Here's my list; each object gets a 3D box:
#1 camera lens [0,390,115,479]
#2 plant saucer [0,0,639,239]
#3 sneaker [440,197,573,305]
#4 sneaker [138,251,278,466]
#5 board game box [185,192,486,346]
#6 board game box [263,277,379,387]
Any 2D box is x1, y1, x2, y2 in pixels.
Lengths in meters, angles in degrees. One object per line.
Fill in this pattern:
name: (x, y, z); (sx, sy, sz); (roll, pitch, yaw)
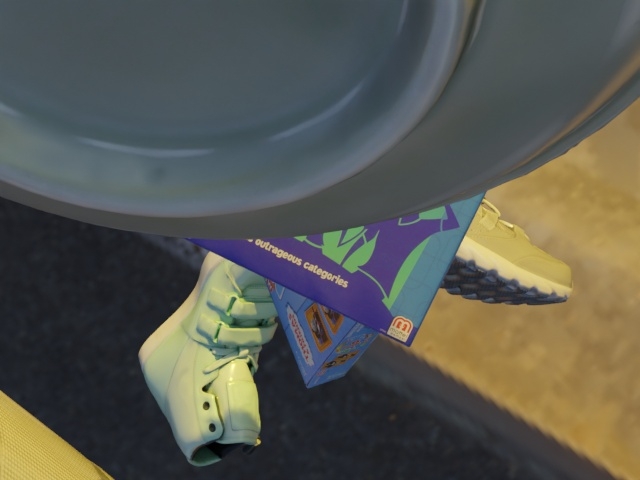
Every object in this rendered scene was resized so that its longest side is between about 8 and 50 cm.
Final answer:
camera lens: (-0.222, 0.190, 0.988); (0.219, 0.219, 0.274); (15, 158, 36)
plant saucer: (-0.055, -0.111, 0.565); (0.400, 0.100, 0.400); (5, 140, 4)
sneaker: (0.117, -0.030, 1.544); (0.281, 0.115, 0.105); (29, 161, -24)
sneaker: (-0.061, 0.097, 1.585); (0.256, 0.094, 0.151); (-51, 52, 37)
board game box: (0.018, -0.078, 0.845); (0.160, 0.047, 0.210); (25, 103, 1)
board game box: (0.000, 0.000, 1.279); (0.160, 0.039, 0.211); (68, 158, 15)
